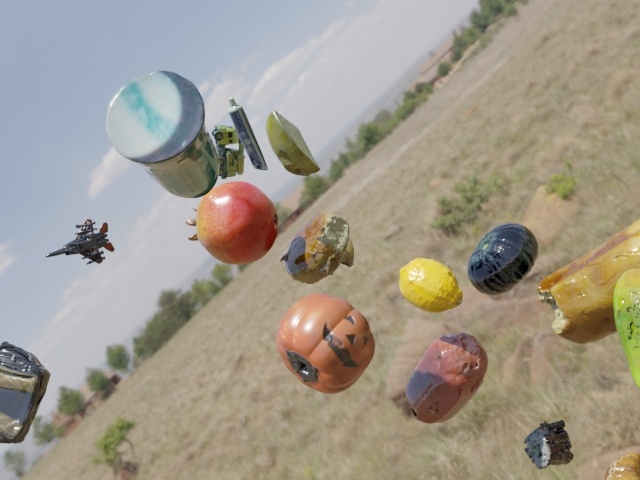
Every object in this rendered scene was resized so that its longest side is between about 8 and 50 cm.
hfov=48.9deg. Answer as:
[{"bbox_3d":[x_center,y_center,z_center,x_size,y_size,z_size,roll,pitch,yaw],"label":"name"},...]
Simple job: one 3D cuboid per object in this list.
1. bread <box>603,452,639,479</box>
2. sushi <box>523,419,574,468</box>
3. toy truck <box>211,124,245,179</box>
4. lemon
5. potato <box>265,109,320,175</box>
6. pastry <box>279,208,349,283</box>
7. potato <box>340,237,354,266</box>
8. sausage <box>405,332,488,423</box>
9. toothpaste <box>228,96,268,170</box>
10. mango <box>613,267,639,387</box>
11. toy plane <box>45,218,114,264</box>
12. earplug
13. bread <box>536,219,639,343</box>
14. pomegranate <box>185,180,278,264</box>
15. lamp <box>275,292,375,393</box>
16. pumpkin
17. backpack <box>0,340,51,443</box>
[{"bbox_3d":[0.564,0.500,1.326,0.105,0.076,0.233,79,-157,-47],"label":"bread"},{"bbox_3d":[0.549,0.493,1.690,0.084,0.094,0.098,0,-41,-25],"label":"sushi"},{"bbox_3d":[-0.288,-0.279,2.218,0.100,0.169,0.077,-4,17,-15],"label":"toy truck"},{"bbox_3d":[0.244,0.101,1.562,0.114,0.155,0.114,-53,-16,-23],"label":"lemon"},{"bbox_3d":[-0.085,-0.219,1.673,0.081,0.149,0.120,-36,-29,17],"label":"potato"},{"bbox_3d":[-0.009,0.021,1.921,0.218,0.100,0.229,-50,21,10],"label":"pastry"},{"bbox_3d":[-0.001,-0.002,2.127,0.261,0.120,0.100,15,82,55],"label":"potato"},{"bbox_3d":[0.294,0.327,1.667,0.152,0.152,0.280,-48,-14,-44],"label":"sausage"},{"bbox_3d":[-0.178,-0.255,1.697,0.057,0.197,0.035,12,44,46],"label":"toothpaste"},{"bbox_3d":[0.595,0.160,1.277,0.111,0.125,0.233,-7,63,22],"label":"mango"},{"bbox_3d":[-0.657,0.016,1.925,0.061,0.130,0.189,-1,16,42],"label":"toy plane"},{"bbox_3d":[-0.281,-0.177,1.419,0.185,0.185,0.324,-44,-17,-7],"label":"earplug"},{"bbox_3d":[0.669,0.109,1.611,0.344,0.195,0.149,-44,11,37],"label":"bread"},{"bbox_3d":[-0.238,-0.044,1.860,0.256,0.221,0.221,-8,20,24],"label":"pomegranate"},{"bbox_3d":[0.014,0.187,1.328,0.164,0.188,0.187,-40,2,-32],"label":"lamp"},{"bbox_3d":[0.465,0.049,1.789,0.202,0.140,0.202,-53,5,7],"label":"pumpkin"},{"bbox_3d":[-0.688,0.304,1.444,0.133,0.258,0.206,89,-162,-77],"label":"backpack"}]
